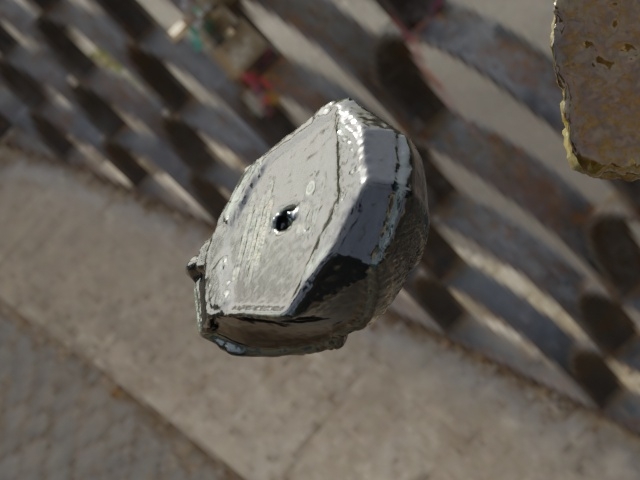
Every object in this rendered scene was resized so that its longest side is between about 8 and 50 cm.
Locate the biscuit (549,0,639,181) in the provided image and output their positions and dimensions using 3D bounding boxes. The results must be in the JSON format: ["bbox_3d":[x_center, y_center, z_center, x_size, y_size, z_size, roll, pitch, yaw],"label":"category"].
[{"bbox_3d":[0.130,-0.140,0.581,0.131,0.237,0.026,-6,-2,7],"label":"biscuit"}]

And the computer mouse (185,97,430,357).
[{"bbox_3d":[0.000,0.000,0.837,0.192,0.062,0.106,-20,52,61],"label":"computer mouse"}]
